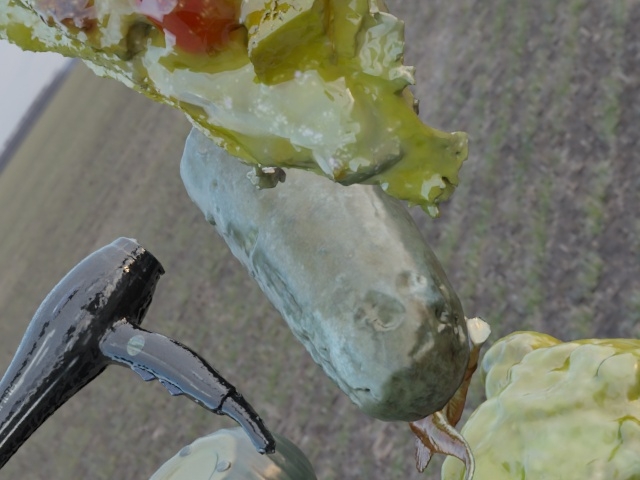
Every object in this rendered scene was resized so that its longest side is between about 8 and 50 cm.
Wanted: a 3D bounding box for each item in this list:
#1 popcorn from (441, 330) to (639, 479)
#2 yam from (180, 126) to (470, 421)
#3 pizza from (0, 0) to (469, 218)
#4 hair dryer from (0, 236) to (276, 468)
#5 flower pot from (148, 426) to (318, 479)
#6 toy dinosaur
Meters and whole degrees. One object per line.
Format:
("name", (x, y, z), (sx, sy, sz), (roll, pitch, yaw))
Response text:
("popcorn", (0.276, 0.242, 1.362), (0.334, 0.292, 0.293), (-52, -19, -42))
("yam", (0.000, 0.000, 0.896), (0.133, 0.133, 0.330), (-51, 46, 18))
("pizza", (-0.034, -0.115, 0.586), (0.280, 0.288, 0.075), (-42, 10, 38))
("hair dryer", (-0.127, 0.109, 0.878), (0.195, 0.219, 0.075), (-55, -30, -20))
("flower pot", (-0.108, 0.305, 1.325), (0.243, 0.157, 0.189), (-44, 29, -22))
("toy dinosaur", (0.081, 0.132, 0.968), (0.212, 0.057, 0.142), (-75, 1, -47))
